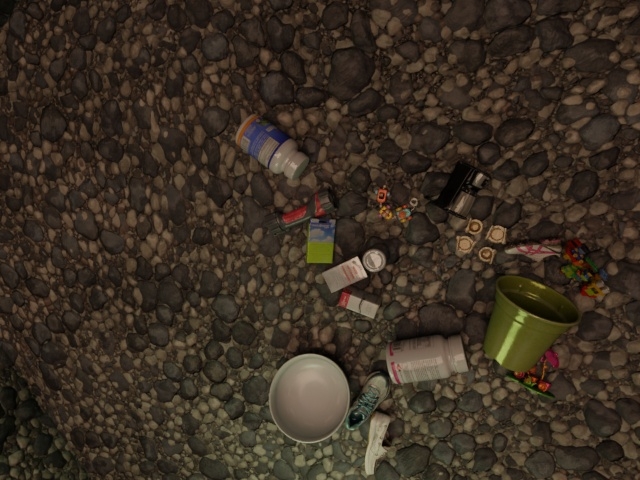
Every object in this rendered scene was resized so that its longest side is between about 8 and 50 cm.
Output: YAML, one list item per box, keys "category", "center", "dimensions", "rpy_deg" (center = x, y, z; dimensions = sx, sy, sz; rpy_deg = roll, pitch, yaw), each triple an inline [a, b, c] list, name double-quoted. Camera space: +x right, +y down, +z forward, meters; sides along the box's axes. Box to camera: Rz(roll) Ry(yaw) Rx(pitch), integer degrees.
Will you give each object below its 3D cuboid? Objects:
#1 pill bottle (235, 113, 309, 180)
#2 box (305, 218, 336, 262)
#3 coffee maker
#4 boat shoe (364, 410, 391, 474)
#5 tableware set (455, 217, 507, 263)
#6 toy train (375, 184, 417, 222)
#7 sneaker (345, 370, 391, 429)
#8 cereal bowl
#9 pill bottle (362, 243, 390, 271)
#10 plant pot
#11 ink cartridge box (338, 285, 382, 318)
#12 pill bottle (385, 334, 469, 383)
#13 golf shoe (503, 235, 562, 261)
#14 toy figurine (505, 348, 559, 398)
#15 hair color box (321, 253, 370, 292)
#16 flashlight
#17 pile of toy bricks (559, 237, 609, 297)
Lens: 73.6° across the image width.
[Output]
- category: "pill bottle"
  center: [-0.181, -0.356, 1.658]
  dimensions: [0.272, 0.152, 0.152]
  rpy_deg: [37, 108, 7]
- category: "box"
  center: [0.000, 0.000, 1.700]
  dimensions: [0.109, 0.042, 0.178]
  rpy_deg: [2, 101, -15]
- category: "coffee maker"
  center: [0.481, -0.187, 1.507]
  dimensions: [0.171, 0.120, 0.178]
  rpy_deg: [29, 106, 11]
- category: "boat shoe"
  center: [0.243, 0.849, 1.770]
  dimensions: [0.096, 0.098, 0.277]
  rpy_deg: [8, 101, 16]
- category: "tableware set"
  center: [0.585, -0.002, 1.560]
  dimensions: [0.168, 0.020, 0.141]
  rpy_deg: [21, 105, 12]
- category: "toy train"
  center: [0.276, -0.134, 1.616]
  dimensions: [0.166, 0.046, 0.125]
  rpy_deg: [18, 105, 13]
- category: "sneaker"
  center: [0.193, 0.662, 1.739]
  dimensions: [0.110, 0.122, 0.283]
  rpy_deg: [31, 107, 9]
- category: "cereal bowl"
  center: [-0.035, 0.644, 1.765]
  dimensions: [0.338, 0.141, 0.339]
  rpy_deg: [-3, 71, 10]
- category: "pill bottle"
  center: [0.214, 0.060, 1.607]
  dimensions: [0.087, 0.160, 0.087]
  rpy_deg: [3, 100, 16]
- category: "plant pot"
  center: [0.694, 0.300, 1.473]
  dimensions: [0.276, 0.276, 0.254]
  rpy_deg: [19, 116, 13]
- category: "ink cartridge box"
  center: [0.159, 0.240, 1.682]
  dimensions: [0.150, 0.109, 0.063]
  rpy_deg: [20, 104, 12]
- category: "pill bottle"
  center: [0.403, 0.445, 1.619]
  dimensions: [0.283, 0.160, 0.160]
  rpy_deg: [-14, 95, 19]
- category: "golf shoe"
  center: [0.743, 0.038, 1.495]
  dimensions: [0.186, 0.067, 0.086]
  rpy_deg: [-6, 99, 17]
- category: "toy figurine"
  center: [0.786, 0.457, 1.551]
  dimensions: [0.173, 0.130, 0.159]
  rpy_deg: [21, 92, 37]
- category: "hair color box"
  center: [0.101, 0.132, 1.711]
  dimensions: [0.167, 0.053, 0.093]
  rpy_deg: [-26, 90, 20]
- category: "flashlight"
  center: [-0.082, -0.117, 1.700]
  dimensions: [0.304, 0.103, 0.103]
  rpy_deg: [-19, 68, 20]
- category: "pile of toy bricks"
  center: [0.875, 0.097, 1.461]
  dimensions: [0.212, 0.118, 0.105]
  rpy_deg: [44, 138, -11]
